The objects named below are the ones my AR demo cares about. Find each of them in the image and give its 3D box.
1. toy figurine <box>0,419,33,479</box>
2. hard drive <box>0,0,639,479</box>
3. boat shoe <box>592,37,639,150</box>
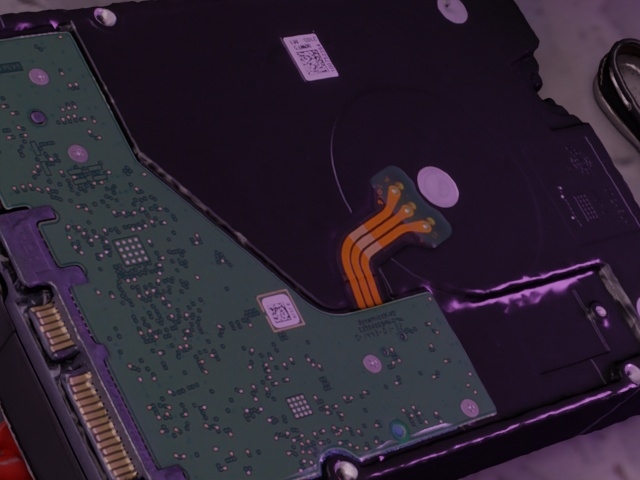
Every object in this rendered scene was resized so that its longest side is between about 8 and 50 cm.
[{"bbox_3d":[-0.182,0.220,0.822,0.217,0.191,0.362,-15,90,32],"label":"toy figurine"},{"bbox_3d":[0.000,0.000,0.845,0.339,0.064,0.237,-14,67,-42],"label":"hard drive"},{"bbox_3d":[0.186,-0.051,0.966,0.046,0.038,0.125,-35,74,-13],"label":"boat shoe"}]
